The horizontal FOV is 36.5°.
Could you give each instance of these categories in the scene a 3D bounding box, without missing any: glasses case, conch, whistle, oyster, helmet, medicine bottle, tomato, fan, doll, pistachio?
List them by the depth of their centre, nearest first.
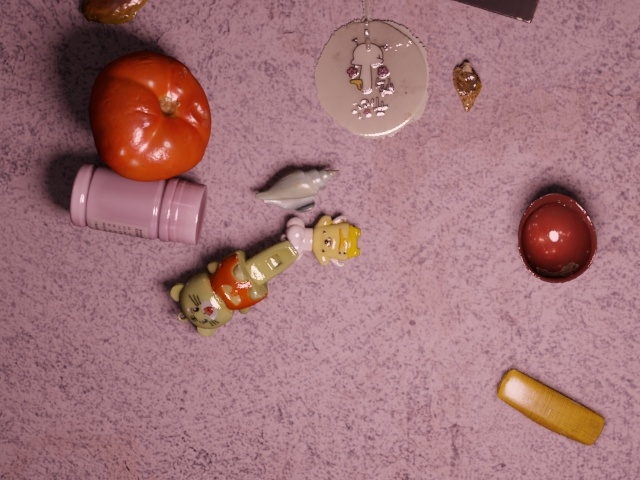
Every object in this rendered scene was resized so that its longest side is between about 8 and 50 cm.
[{"bbox_3d":[-0.334,-0.232,1.848,0.180,0.260,0.260,-22,100,39],"label":"tomato"},{"bbox_3d":[-0.388,-0.472,1.892,0.172,0.049,0.090,-24,99,5],"label":"pistachio"},{"bbox_3d":[0.093,-0.406,1.913,0.232,0.012,0.415,-7,100,1],"label":"fan"},{"bbox_3d":[-0.356,-0.072,1.914,0.249,0.133,0.133,9,99,0],"label":"medicine bottle"},{"bbox_3d":[0.293,-0.304,1.918,0.051,0.034,0.093,-23,102,12],"label":"oyster"},{"bbox_3d":[0.456,-0.009,1.923,0.155,0.106,0.175,-18,96,2],"label":"helmet"},{"bbox_3d":[-0.172,0.089,1.939,0.288,0.106,0.131,-31,106,14],"label":"whistle"},{"bbox_3d":[-0.041,-0.106,1.946,0.180,0.088,0.065,-19,55,10],"label":"conch"},{"bbox_3d":[0.000,0.000,1.955,0.162,0.062,0.106,2,94,2],"label":"doll"},{"bbox_3d":[0.473,0.346,2.000,0.234,0.064,0.079,28,95,-4],"label":"glasses case"}]

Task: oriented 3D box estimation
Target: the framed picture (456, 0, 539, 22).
[{"bbox_3d":[0.334,-0.612,1.836,0.255,0.014,0.339,19,104,10],"label":"framed picture"}]
